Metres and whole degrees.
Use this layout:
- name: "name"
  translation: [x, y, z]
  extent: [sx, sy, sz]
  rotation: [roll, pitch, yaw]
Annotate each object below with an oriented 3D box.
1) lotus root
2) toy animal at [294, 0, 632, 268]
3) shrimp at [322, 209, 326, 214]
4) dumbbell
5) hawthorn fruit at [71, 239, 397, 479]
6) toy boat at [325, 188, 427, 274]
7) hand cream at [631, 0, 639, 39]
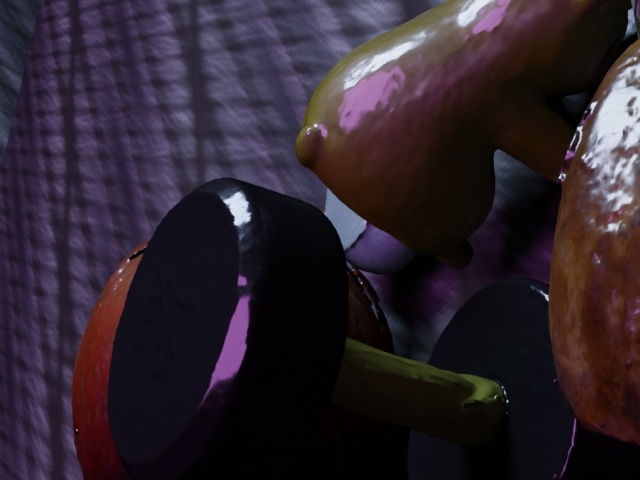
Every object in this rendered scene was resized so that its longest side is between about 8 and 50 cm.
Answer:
- name: "lotus root"
  translation: [0.227, -0.013, 0.808]
  extent: [0.193, 0.193, 0.291]
  rotation: [-7, 69, 61]
- name: "toy animal"
  translation: [0.156, -0.142, 1.064]
  extent: [0.363, 0.180, 0.181]
  rotation: [-36, 46, 17]
- name: "shrimp"
  translation: [0.000, -0.002, 1.396]
  extent: [0.029, 0.038, 0.092]
  rotation: [28, 101, 20]
- name: "dumbbell"
  translation: [0.040, 0.097, 0.933]
  extent: [0.204, 0.322, 0.204]
  rotation: [-40, 41, 46]
- name: "hawthorn fruit"
  translation: [-0.072, 0.134, 1.180]
  extent: [0.316, 0.316, 0.316]
  rotation: [-41, 40, 46]
- name: "toy boat"
  translation: [0.064, -0.044, 1.278]
  extent: [0.134, 0.079, 0.208]
  rotation: [-57, 19, 23]
- name: "hand cream"
  translation: [0.233, -0.134, 0.916]
  extent: [0.080, 0.050, 0.234]
  rotation: [23, 129, 64]
